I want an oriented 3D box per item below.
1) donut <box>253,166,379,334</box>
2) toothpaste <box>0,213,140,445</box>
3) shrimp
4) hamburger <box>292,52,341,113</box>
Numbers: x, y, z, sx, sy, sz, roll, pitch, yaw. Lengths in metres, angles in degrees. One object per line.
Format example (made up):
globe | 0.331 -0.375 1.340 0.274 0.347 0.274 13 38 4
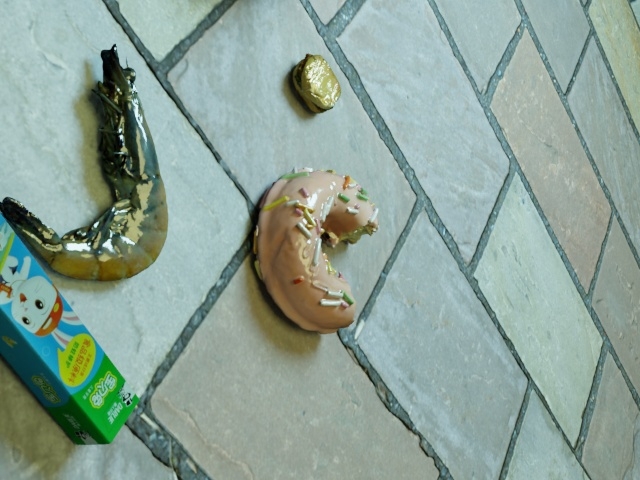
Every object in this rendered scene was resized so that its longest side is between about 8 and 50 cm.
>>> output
donut | 0.000 0.000 1.179 0.199 0.085 0.232 41 51 -37
toothpaste | -0.272 0.084 0.833 0.266 0.050 0.065 62 35 -28
shrimp | -0.249 -0.085 0.918 0.198 0.051 0.261 -7 90 -51
hamburger | -0.005 -0.226 1.255 0.083 0.044 0.076 52 48 -27
